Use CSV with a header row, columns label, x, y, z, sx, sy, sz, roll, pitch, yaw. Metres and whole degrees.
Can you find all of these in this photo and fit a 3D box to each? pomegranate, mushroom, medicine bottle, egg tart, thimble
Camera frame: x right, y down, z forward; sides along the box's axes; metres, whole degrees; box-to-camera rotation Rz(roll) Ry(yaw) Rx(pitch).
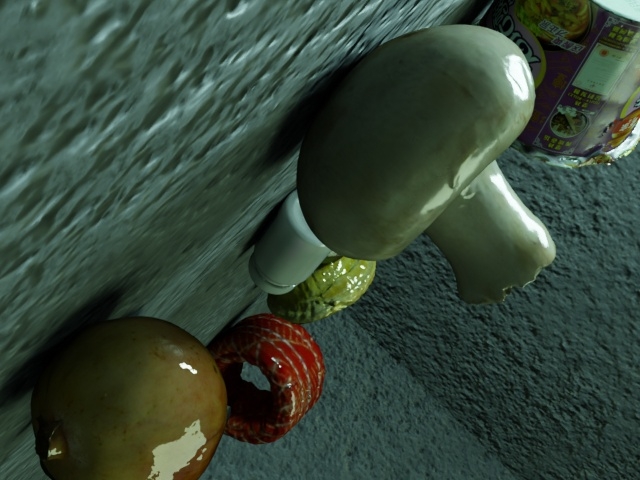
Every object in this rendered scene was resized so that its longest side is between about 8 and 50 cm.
label,x,y,z,sx,sy,sz,roll,pitch,yaw
pomegranate,-0.185,0.161,0.834,0.191,0.191,0.191,-46,177,-3
mushroom,0.135,-0.075,0.930,0.297,0.290,0.297,-46,178,-2
medicine bottle,-0.041,0.005,1.339,0.103,0.103,0.186,-43,176,-37
egg tart,-0.008,0.077,2.090,0.290,0.115,0.290,-21,-153,11
thimble,-0.169,0.386,2.421,0.350,0.350,0.230,-48,177,33

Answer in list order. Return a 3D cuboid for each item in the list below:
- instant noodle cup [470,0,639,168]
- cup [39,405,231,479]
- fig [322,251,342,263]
label,x,y,z,sx,sy,sz,roll,pitch,yaw
instant noodle cup,0.402,-0.315,1.305,0.340,0.340,0.266,-44,168,-32
cup,-0.224,0.216,1.016,0.223,0.176,0.169,-47,180,10
fig,0.000,0.000,1.953,0.155,0.109,0.103,-9,176,-36
